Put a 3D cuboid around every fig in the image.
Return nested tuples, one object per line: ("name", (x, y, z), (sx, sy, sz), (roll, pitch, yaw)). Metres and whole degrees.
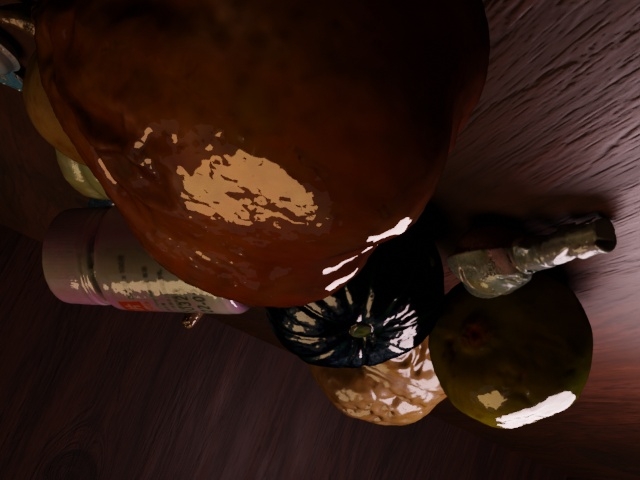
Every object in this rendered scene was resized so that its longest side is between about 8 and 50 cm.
("fig", (0.390, 0.220, 1.629), (0.343, 0.343, 0.343), (21, 163, 7))

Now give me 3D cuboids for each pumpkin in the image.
("pumpkin", (0.061, 0.085, 1.563), (0.363, 0.266, 0.363), (-7, 135, -7))

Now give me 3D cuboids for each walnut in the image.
("walnut", (0.163, 0.272, 1.996), (0.398, 0.354, 0.308), (26, -156, -22))

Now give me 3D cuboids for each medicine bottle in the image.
("medicine bottle", (-0.321, 0.031, 1.571), (0.388, 0.219, 0.219), (0, 156, 17))

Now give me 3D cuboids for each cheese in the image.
("cheese", (-0.646, -0.362, 1.595), (0.135, 0.052, 0.244), (24, 164, 4))

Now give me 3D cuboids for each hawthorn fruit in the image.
("hawthorn fruit", (-0.069, -0.167, 0.847), (0.472, 0.471, 0.472), (21, 163, 7))

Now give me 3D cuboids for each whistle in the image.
("whistle", (0.350, 0.022, 1.410), (0.142, 0.133, 0.346), (34, 150, -24))

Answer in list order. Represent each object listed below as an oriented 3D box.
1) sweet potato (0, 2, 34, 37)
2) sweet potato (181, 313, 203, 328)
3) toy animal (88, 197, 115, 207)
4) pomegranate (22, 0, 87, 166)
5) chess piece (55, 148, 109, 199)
("sweet potato", (-0.466, -0.353, 1.392), (0.053, 0.054, 0.182), (-34, 126, 29))
("sweet potato", (-0.266, 0.044, 1.897), (0.131, 0.336, 0.131), (5, 153, 2))
("toy animal", (-0.504, -0.134, 1.908), (0.255, 0.176, 0.239), (22, 128, 11))
("pomegranate", (-0.283, -0.226, 1.203), (0.307, 0.307, 0.307), (21, 163, 7))
("chess piece", (-0.237, -0.158, 1.442), (0.442, 0.234, 0.234), (9, 159, 29))
